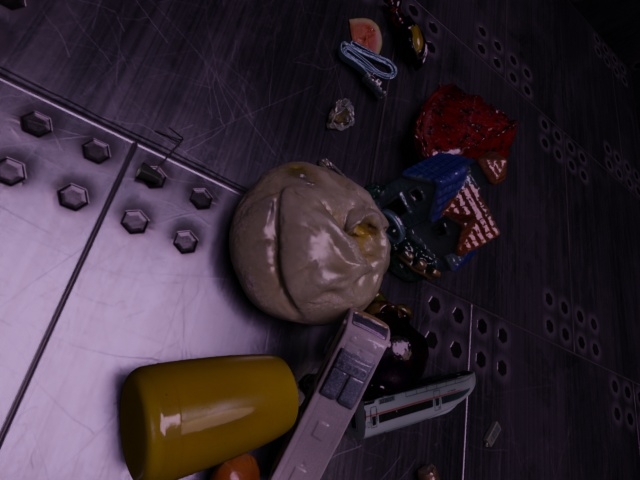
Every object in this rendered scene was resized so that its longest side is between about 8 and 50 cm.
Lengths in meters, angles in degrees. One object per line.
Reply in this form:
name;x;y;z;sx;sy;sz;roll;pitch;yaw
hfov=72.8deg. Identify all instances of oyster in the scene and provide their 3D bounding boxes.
oyster;0.056;-0.332;1.162;0.100;0.037;0.098;12;87;-54

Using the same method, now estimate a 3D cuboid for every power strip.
power strip;0.472;0.534;1.193;0.083;0.017;0.027;-36;96;-38

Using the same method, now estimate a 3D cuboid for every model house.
model house;0.311;-0.070;1.073;0.252;0.329;0.294;-24;89;-41

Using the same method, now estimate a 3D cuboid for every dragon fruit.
dragon fruit;0.375;-0.287;1.337;0.329;0.228;0.286;-33;63;-18

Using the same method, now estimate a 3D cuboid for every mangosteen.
mangosteen;0.143;0.216;0.956;0.194;0.194;0.230;25;58;-27

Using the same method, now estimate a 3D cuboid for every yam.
yam;0.273;0.646;1.000;0.057;0.057;0.241;-6;78;-36

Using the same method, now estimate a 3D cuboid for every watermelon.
watermelon;0.145;-0.585;1.292;0.069;0.087;0.163;11;67;-72

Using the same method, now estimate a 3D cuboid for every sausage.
sausage;-0.162;0.479;0.718;0.098;0.098;0.238;24;65;-28

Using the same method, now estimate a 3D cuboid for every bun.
bun;0.000;0.000;0.899;0.365;0.219;0.365;13;65;-31

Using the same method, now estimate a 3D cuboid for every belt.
belt;0.125;-0.491;1.229;0.179;0.065;0.100;26;95;-10

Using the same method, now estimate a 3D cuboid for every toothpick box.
toothpick box;-0.172;0.278;0.722;0.271;0.175;0.174;0;76;-38

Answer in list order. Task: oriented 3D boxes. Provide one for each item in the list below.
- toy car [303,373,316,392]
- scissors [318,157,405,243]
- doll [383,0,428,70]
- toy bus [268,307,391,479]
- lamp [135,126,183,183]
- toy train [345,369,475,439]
toy car;-0.003;0.328;0.916;0.041;0.025;0.093;-27;89;-36
scissors;0.090;-0.093;1.070;0.041;0.138;0.289;-35;82;-38
doll;0.277;-0.662;1.380;0.127;0.088;0.248;-13;80;-37
toy bus;0.015;0.295;0.796;0.097;0.138;0.342;27;93;5
lamp;-0.311;-0.163;0.847;0.054;0.041;0.121;29;63;-34
toy train;0.235;0.379;1.029;0.407;0.086;0.088;1;79;-35
